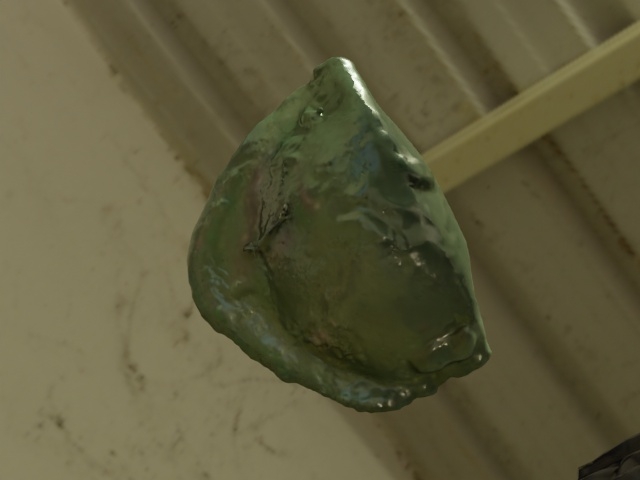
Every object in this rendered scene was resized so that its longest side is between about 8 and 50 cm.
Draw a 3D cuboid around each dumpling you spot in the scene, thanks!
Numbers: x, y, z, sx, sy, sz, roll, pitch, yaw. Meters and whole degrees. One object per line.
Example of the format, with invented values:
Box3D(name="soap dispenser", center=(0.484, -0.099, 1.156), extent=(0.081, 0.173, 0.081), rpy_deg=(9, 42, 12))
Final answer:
Box3D(name="dumpling", center=(0.009, -0.005, 0.817), extent=(0.105, 0.149, 0.217), rpy_deg=(-47, -126, 53))

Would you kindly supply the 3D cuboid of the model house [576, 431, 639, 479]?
Box3D(name="model house", center=(0.250, 0.130, 0.441), extent=(0.360, 0.339, 0.297), rpy_deg=(-33, -121, 33))
